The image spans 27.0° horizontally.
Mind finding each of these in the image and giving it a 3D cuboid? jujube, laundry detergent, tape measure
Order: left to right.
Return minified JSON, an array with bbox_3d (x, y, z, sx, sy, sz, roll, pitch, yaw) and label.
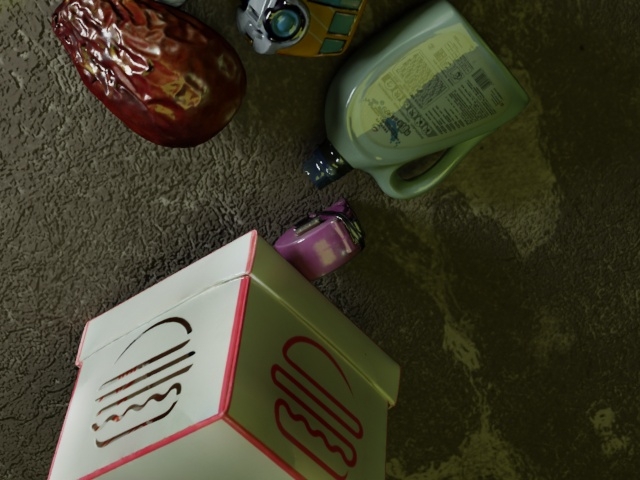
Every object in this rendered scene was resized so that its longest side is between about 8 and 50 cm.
[{"bbox_3d":[-0.201,-0.211,1.553,0.236,0.168,0.168,38,104,-12],"label":"jujube"},{"bbox_3d":[0.000,0.000,1.744,0.118,0.125,0.074,-30,101,-1],"label":"tape measure"},{"bbox_3d":[0.106,-0.154,1.692,0.280,0.105,0.215,-42,122,8],"label":"laundry detergent"}]

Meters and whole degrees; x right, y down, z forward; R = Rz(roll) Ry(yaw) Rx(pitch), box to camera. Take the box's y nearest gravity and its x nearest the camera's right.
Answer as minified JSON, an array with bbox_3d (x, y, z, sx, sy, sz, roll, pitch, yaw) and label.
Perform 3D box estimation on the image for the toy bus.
[{"bbox_3d":[-0.006,-0.316,1.564,0.136,0.126,0.209,8,116,-28],"label":"toy bus"}]

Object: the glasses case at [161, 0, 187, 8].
[{"bbox_3d":[-0.254,-0.382,1.496,0.299,0.060,0.114,29,107,-27],"label":"glasses case"}]

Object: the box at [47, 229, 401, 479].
[{"bbox_3d":[-0.116,0.235,1.690,0.314,0.300,0.312,-28,125,28],"label":"box"}]
